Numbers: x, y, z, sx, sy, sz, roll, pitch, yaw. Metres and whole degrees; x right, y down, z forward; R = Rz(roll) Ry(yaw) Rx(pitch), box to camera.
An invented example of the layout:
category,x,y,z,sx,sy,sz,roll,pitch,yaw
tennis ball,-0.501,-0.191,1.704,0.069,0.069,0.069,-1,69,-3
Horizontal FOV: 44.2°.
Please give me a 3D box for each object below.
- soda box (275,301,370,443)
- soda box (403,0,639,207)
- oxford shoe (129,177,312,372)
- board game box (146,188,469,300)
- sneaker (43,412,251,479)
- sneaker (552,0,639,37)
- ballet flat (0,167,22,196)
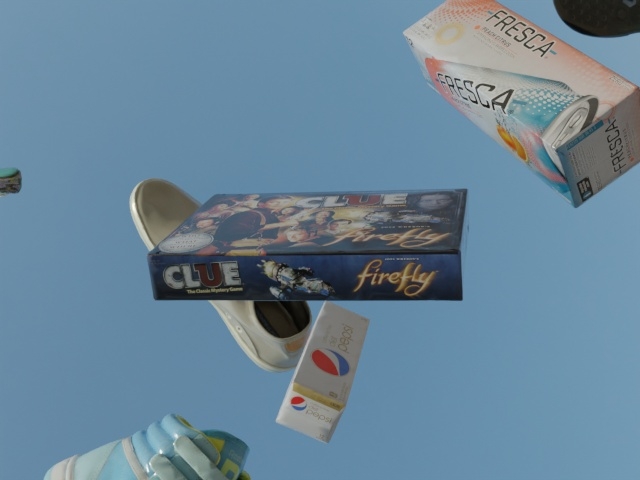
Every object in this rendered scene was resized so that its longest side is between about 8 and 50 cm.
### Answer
category,x,y,z,sx,sy,sz,roll,pitch,yaw
soda box,0.008,0.167,1.044,0.074,0.069,0.216,23,-154,1
soda box,0.130,-0.102,0.522,0.058,0.063,0.183,53,180,-43
oxford shoe,-0.171,0.044,1.448,0.449,0.130,0.169,48,-132,7
board game box,0.000,0.000,0.668,0.165,0.243,0.042,-60,-34,-67
sneaker,-0.140,0.296,0.748,0.319,0.208,0.127,58,178,42
sneaker,0.288,-0.160,0.469,0.145,0.270,0.090,-27,-56,-27
ballet flat,-0.433,-0.072,1.002,0.041,0.114,0.041,3,-90,-81
